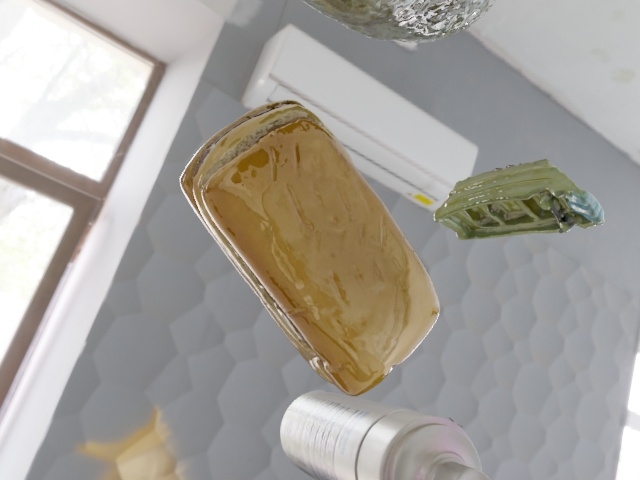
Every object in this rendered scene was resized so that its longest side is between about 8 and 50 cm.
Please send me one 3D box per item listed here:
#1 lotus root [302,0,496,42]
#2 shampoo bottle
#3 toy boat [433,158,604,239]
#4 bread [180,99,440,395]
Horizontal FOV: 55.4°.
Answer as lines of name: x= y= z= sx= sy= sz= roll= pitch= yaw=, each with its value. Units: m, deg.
lotus root: x=0.061 y=-0.262 z=0.531 sx=0.174 sy=0.175 sz=0.349 roll=5 pitch=15 yaw=38
shampoo bottle: x=0.050 y=0.189 z=0.540 sx=0.092 sy=0.092 sz=0.303 roll=24 pitch=-17 yaw=-16
toy boat: x=0.314 y=-0.060 z=0.969 sx=0.111 sy=0.084 sz=0.276 roll=34 pitch=-24 yaw=-30
bread: x=0.000 y=0.000 z=0.423 sx=0.200 sy=0.116 sz=0.077 roll=55 pitch=-20 yaw=-11
